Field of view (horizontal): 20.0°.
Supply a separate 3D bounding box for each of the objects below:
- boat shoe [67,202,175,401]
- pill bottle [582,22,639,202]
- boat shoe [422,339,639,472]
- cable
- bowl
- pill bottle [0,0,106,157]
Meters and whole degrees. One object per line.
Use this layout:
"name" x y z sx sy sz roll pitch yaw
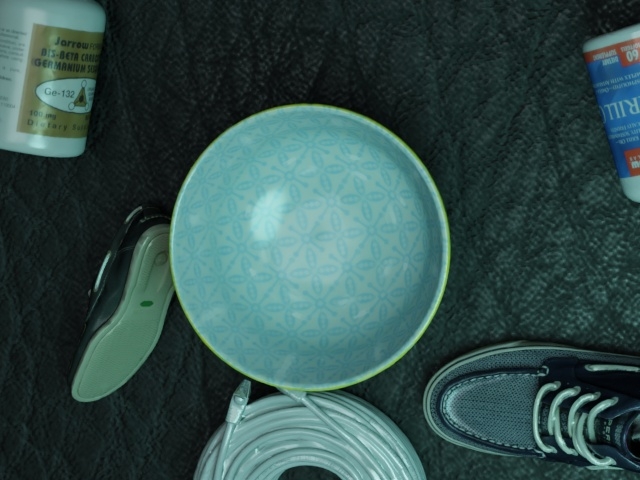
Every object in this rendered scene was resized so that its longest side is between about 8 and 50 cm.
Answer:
"boat shoe" -0.217 0.070 1.978 0.079 0.084 0.233 43 114 43
"pill bottle" 0.348 -0.110 1.807 0.124 0.124 0.222 -17 92 13
"boat shoe" 0.265 0.173 1.838 0.340 0.158 0.127 -2 96 11
"cable" -0.013 0.285 1.944 0.257 0.089 0.257 30 102 6
"bowl" 0.000 0.000 1.873 0.289 0.156 0.290 1 97 11
"pill bottle" -0.297 -0.211 1.922 0.131 0.131 0.229 12 98 10
